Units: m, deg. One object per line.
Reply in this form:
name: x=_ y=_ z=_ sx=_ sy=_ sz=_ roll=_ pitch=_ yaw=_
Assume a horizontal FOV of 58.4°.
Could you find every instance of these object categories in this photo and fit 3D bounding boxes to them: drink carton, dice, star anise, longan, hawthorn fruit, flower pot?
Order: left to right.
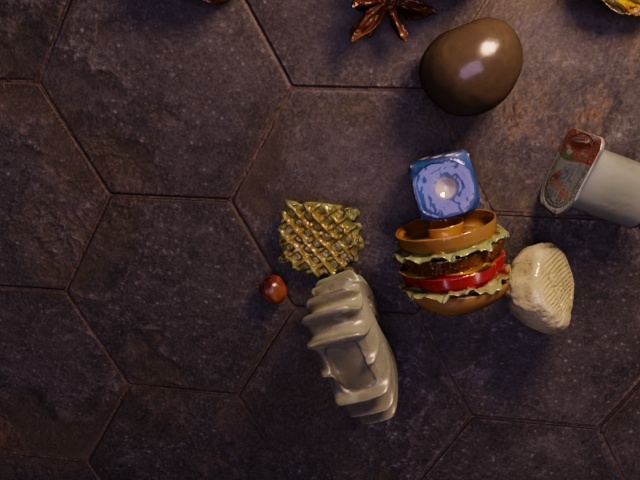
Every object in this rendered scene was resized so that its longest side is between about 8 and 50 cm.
hawthorn fruit: x=-0.124 y=0.130 z=1.510 sx=0.077 sy=0.077 sz=0.077 roll=2 pitch=107 yaw=7
flower pot: x=0.093 y=0.270 z=1.411 sx=0.164 sy=0.254 sz=0.367 roll=-19 pitch=107 yaw=17
star anise: x=0.146 y=-0.530 z=1.250 sx=0.212 sy=0.111 sz=0.196 roll=-18 pitch=109 yaw=5
dice: x=0.286 y=-0.128 z=1.332 sx=0.146 sy=0.146 sz=0.143 roll=-14 pitch=102 yaw=13
longan: x=0.325 y=-0.368 z=1.230 sx=0.220 sy=0.196 sz=0.196 roll=-22 pitch=103 yaw=12
drink carton: x=0.626 y=-0.125 z=1.281 sx=0.189 sy=0.185 sz=0.191 roll=18 pitch=107 yaw=-9

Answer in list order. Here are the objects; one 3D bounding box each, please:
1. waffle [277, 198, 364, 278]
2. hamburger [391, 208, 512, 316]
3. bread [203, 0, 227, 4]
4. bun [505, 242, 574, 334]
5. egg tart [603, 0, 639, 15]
waffle: x=0.000 y=0.000 z=1.458 sx=0.223 sy=0.054 sz=0.204 roll=7 pitch=110 yaw=6
hamburger: x=0.307 y=0.060 z=1.321 sx=0.274 sy=0.274 sz=0.212 roll=-13 pitch=103 yaw=12
bread: x=-0.241 y=-0.640 z=1.256 sx=0.232 sy=0.135 sz=0.247 roll=25 pitch=108 yaw=0
bun: x=0.515 y=0.114 z=1.360 sx=0.134 sy=0.220 sz=0.220 roll=-11 pitch=107 yaw=42
egg tart: x=0.644 y=-0.603 z=1.158 sx=0.279 sy=0.095 sz=0.279 roll=-3 pitch=112 yaw=-6
